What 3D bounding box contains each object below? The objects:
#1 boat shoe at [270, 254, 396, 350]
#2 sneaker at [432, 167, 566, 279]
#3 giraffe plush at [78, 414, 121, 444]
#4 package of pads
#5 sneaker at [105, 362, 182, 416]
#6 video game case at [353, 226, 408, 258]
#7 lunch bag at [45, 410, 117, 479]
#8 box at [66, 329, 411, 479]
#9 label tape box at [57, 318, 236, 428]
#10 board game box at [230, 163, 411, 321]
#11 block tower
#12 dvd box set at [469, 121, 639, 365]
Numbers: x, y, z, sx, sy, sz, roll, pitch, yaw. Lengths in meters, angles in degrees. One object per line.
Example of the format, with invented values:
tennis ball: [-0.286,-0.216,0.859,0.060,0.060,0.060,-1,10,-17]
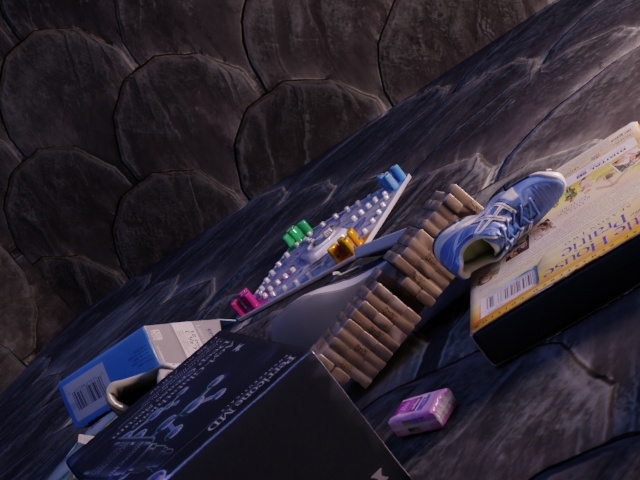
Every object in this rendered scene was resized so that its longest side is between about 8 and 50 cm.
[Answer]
boat shoe: [0.057,0.097,1.812,0.306,0.113,0.105,-33,6,8]
sneaker: [0.258,-0.018,1.477,0.211,0.080,0.081,-39,29,11]
giraffe plush: [-0.301,0.400,1.662,0.181,0.210,0.170,-67,2,-59]
package of pads: [0.130,0.218,1.341,0.083,0.032,0.050,-25,15,46]
sneaker: [-0.192,0.250,1.699,0.331,0.146,0.122,-12,64,15]
video game case: [0.187,-0.010,1.818,0.183,0.023,0.201,-6,-11,-38]
lunch bag: [-0.406,0.418,1.966,0.224,0.108,0.279,-37,9,31]
box: [-0.123,0.295,1.353,0.293,0.212,0.395,-40,13,-18]
label tape box: [-0.335,0.273,2.213,0.249,0.115,0.348,-33,-17,22]
board game box: [0.000,0.000,2.470,0.390,0.050,0.390,-29,15,34]
block tower: [0.123,0.071,1.602,0.335,0.091,0.097,-51,9,0]
dvd box set: [0.350,-0.011,1.480,0.308,0.062,0.420,-34,12,18]
